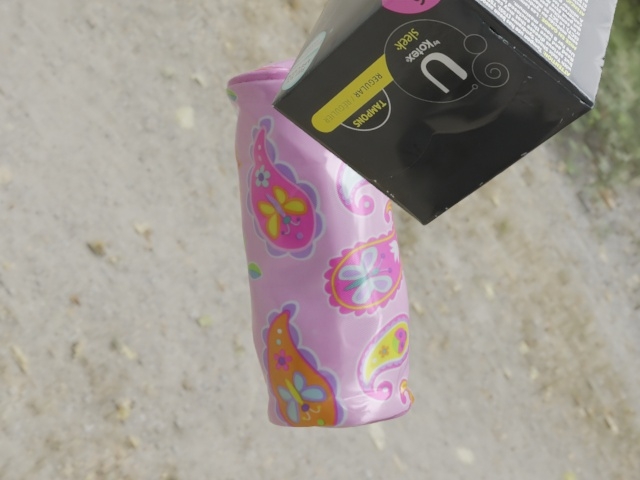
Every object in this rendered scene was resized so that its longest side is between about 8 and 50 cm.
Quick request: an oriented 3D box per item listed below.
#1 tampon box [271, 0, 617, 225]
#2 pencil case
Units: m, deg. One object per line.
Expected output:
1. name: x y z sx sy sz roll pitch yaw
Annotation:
1. tampon box: 0.069 -0.114 0.613 0.101 0.120 0.161 37 46 -15
2. pencil case: 0.000 0.000 0.948 0.124 0.124 0.284 -18 100 -66
